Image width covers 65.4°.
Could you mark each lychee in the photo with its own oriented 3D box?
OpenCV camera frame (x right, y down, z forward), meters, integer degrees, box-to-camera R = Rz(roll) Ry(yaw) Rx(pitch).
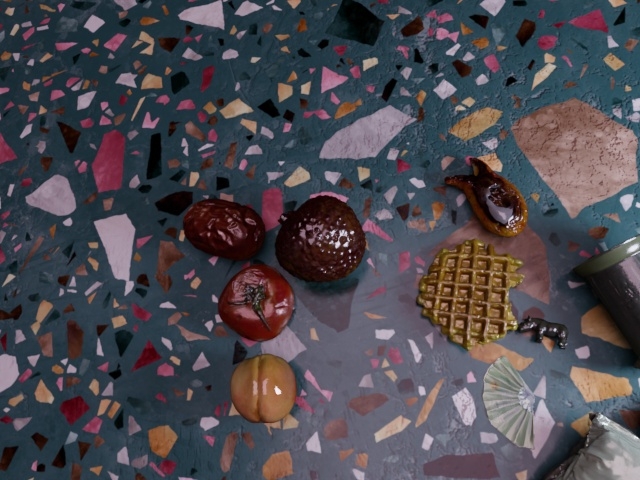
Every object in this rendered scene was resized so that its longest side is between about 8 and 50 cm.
[{"bbox_3d":[0.000,0.000,1.376,0.261,0.260,0.260,-2,73,8],"label":"lychee"}]

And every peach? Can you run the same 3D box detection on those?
[{"bbox_3d":[-0.151,0.396,1.323,0.184,0.184,0.184,-2,73,8],"label":"peach"}]

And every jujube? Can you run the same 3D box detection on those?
[{"bbox_3d":[-0.284,-0.034,1.477,0.251,0.174,0.174,10,75,23],"label":"jujube"}]

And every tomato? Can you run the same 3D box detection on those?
[{"bbox_3d":[-0.191,0.172,1.433,0.228,0.101,0.227,-2,71,6],"label":"tomato"}]

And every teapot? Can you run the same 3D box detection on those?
[{"bbox_3d":[0.834,0.151,1.224,0.271,0.200,0.336,-28,73,6],"label":"teapot"}]

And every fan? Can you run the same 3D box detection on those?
[{"bbox_3d":[0.494,0.424,1.297,0.131,0.009,0.240,-15,72,7],"label":"fan"}]

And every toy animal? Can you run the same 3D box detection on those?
[{"bbox_3d":[0.584,0.238,1.318,0.136,0.047,0.064,12,71,18],"label":"toy animal"}]

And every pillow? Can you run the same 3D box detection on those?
[{"bbox_3d":[0.690,0.587,1.136,0.310,0.138,0.283,34,95,23],"label":"pillow"}]

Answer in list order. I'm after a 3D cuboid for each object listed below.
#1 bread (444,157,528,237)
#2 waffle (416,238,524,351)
[{"bbox_3d":[0.484,-0.121,1.423,0.139,0.095,0.268,-33,57,-4],"label":"bread"},{"bbox_3d":[0.417,0.142,1.360,0.282,0.058,0.300,30,78,19],"label":"waffle"}]
